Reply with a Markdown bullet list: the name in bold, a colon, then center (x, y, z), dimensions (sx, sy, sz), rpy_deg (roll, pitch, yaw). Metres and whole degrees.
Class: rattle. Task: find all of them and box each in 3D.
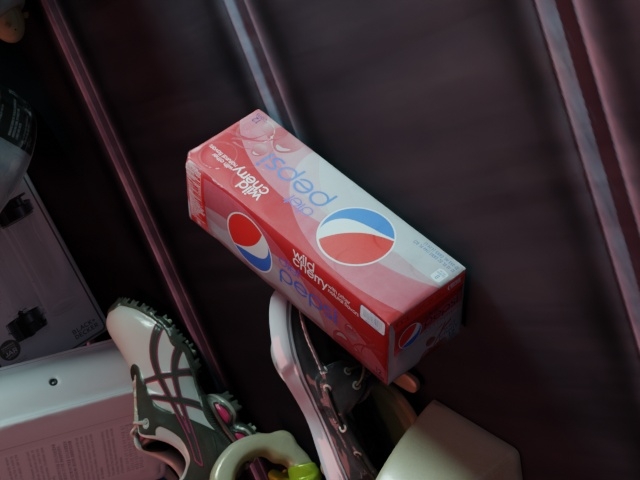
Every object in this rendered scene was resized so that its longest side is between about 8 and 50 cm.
- **rattle**: center (-0.103, 0.306, 1.565), dimensions (0.130, 0.199, 0.142), rpy_deg (59, 153, -5)

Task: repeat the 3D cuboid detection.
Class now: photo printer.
- **photo printer**: center (-0.362, 0.259, 1.826), dimensions (0.256, 0.307, 0.107), rpy_deg (92, 159, -50)

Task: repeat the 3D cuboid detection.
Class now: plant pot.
- **plant pot**: center (0.111, 0.229, 1.238), dimensions (0.109, 0.096, 0.109), rpy_deg (28, 143, 43)

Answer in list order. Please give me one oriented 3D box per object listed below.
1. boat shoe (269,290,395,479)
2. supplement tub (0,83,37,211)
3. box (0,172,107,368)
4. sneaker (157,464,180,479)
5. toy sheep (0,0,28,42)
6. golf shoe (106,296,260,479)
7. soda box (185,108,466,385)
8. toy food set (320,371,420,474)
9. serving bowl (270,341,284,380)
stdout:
- **boat shoe**: center (0.023, 0.143, 1.276), dimensions (0.076, 0.080, 0.229), rpy_deg (-14, 98, 28)
- **supplement tub**: center (-0.518, -0.149, 1.598), dimensions (0.338, 0.207, 0.207), rpy_deg (30, 168, -32)
- **box**: center (-0.427, 0.034, 1.847), dimensions (0.087, 0.169, 0.290), rpy_deg (5, 125, 61)
- **sneaker**: center (-0.294, 0.362, 2.009), dimensions (0.330, 0.147, 0.130), rpy_deg (54, 154, 3)
- **toy sheep**: center (-0.372, -0.269, 1.506), dimensions (0.132, 0.091, 0.091), rpy_deg (46, 154, -5)
- **golf shoe**: center (-0.192, 0.186, 1.676), dimensions (0.273, 0.120, 0.105), rpy_deg (48, 154, 19)
- **soda box**: center (0.000, 0.000, 1.173), dimensions (0.263, 0.092, 0.083), rpy_deg (39, 149, 30)
- **toy food set**: center (0.057, 0.175, 1.345), dimensions (0.132, 0.038, 0.192), rpy_deg (30, 133, 33)
- **serving bowl**: center (-0.025, 0.131, 1.434), dimensions (0.083, 0.027, 0.083), rpy_deg (40, 150, 29)
